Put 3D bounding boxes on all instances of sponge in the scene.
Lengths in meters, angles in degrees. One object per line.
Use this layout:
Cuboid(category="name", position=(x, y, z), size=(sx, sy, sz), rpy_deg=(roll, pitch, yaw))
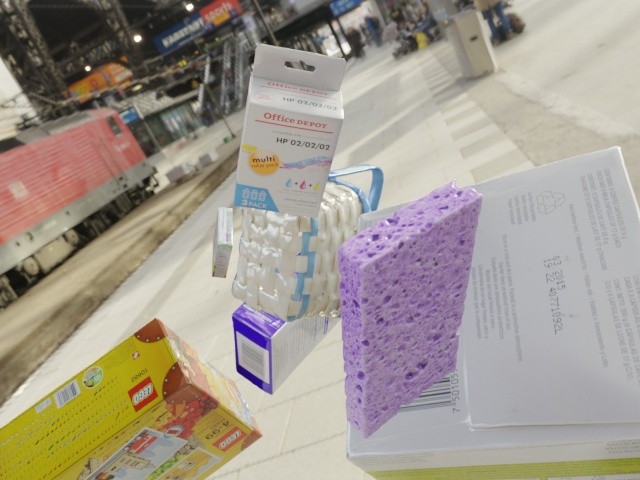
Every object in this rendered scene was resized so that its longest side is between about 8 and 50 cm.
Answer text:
Cuboid(category="sponge", position=(0.070, 0.063, 0.494), size=(0.117, 0.210, 0.031), rpy_deg=(-29, 47, -25))

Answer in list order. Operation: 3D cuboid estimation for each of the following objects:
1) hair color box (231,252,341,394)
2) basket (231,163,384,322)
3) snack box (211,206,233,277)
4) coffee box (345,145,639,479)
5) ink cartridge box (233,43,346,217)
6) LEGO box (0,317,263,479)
Cuboid(category="hair color box", position=(-0.036, 0.134, 1.274), size=(0.110, 0.185, 0.339), rpy_deg=(28, 47, 25))
Cuboid(category="basket", position=(0.000, 0.000, 1.006), size=(0.201, 0.255, 0.288), rpy_deg=(20, 17, 39))
Cuboid(category="snack box", position=(-0.228, 0.004, 1.413), size=(0.037, 0.100, 0.141), rpy_deg=(8, 37, -15))
Cuboid(category="coffee box", position=(0.262, 0.149, 0.767), size=(0.337, 0.334, 0.338), rpy_deg=(-15, 49, 27))
Cuboid(category="ink cartridge box", position=(-0.036, -0.117, 0.687), size=(0.104, 0.181, 0.062), rpy_deg=(7, 42, -9))
Cuboid(category="LEGO box", position=(-0.436, 0.451, 1.324), size=(0.500, 0.373, 0.193), rpy_deg=(-36, 52, -4))
